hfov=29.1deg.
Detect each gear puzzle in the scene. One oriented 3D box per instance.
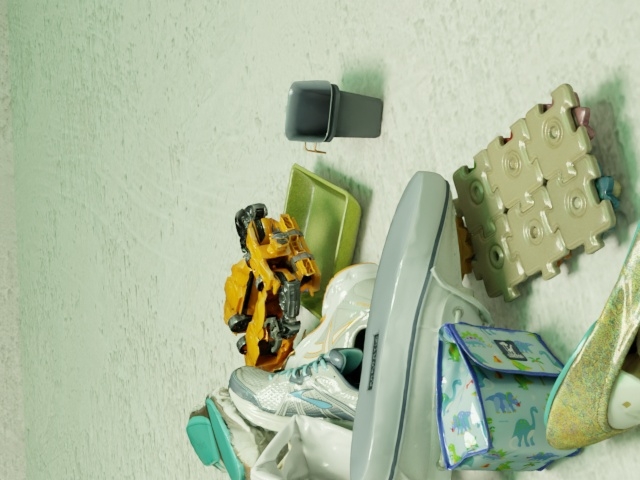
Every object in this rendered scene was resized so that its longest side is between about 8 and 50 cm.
[{"bbox_3d":[0.219,-0.027,1.370,0.339,0.044,0.175,-42,59,58],"label":"gear puzzle"}]

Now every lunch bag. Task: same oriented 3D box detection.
[{"bbox_3d":[0.192,0.161,1.296,0.096,0.129,0.151,-42,49,47],"label":"lunch bag"}]

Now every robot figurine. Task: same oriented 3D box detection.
[{"bbox_3d":[-0.073,0.078,1.758,0.291,0.085,0.211,110,142,-50],"label":"robot figurine"}]

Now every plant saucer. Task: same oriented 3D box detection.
[{"bbox_3d":[0.000,0.000,1.777,0.188,0.045,0.188,33,115,59],"label":"plant saucer"}]

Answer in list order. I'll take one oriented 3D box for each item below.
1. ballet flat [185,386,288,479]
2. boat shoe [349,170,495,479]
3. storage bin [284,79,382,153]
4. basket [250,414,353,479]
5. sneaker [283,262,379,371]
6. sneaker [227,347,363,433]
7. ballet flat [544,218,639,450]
[{"bbox_3d":[-0.106,0.266,1.783,0.409,0.147,0.147,161,111,-75],"label":"ballet flat"},{"bbox_3d":[0.140,0.109,1.383,0.136,0.157,0.367,135,145,-72],"label":"boat shoe"},{"bbox_3d":[0.021,-0.168,1.711,0.135,0.091,0.098,12,97,63],"label":"storage bin"},{"bbox_3d":[0.017,0.299,1.474,0.167,0.113,0.103,15,131,26],"label":"basket"},{"bbox_3d":[0.033,0.163,1.644,0.121,0.099,0.262,56,135,44],"label":"sneaker"},{"bbox_3d":[0.009,0.185,1.573,0.283,0.110,0.122,11,110,28],"label":"sneaker"},{"bbox_3d":[0.308,0.080,1.116,0.123,0.123,0.348,56,134,50],"label":"ballet flat"}]
